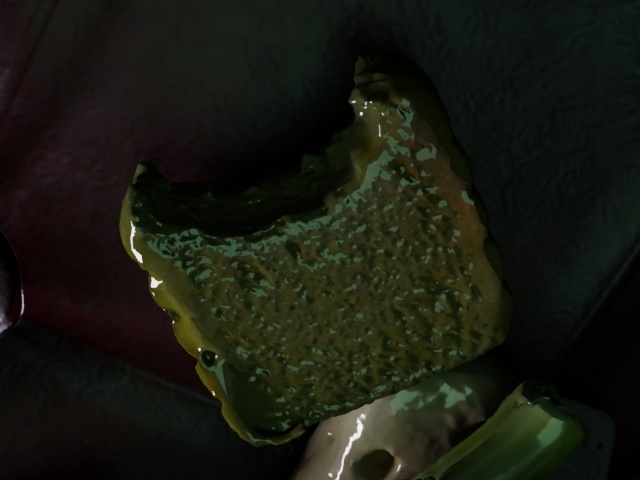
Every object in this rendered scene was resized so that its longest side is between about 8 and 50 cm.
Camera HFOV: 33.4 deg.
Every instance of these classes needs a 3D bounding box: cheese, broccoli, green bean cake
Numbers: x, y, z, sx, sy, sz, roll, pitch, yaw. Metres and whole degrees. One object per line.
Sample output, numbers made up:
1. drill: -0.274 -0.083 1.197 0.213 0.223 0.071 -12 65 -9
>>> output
1. cheese: 0.065 0.201 0.888 0.159 0.093 0.263 23 110 -16
2. broccoli: 0.076 0.225 0.794 0.165 0.145 0.304 43 94 -6
3. green bean cake: 0.000 0.000 0.772 0.236 0.124 0.233 -22 115 5

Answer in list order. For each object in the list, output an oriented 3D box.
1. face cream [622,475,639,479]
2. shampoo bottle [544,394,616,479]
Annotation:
1. face cream: 0.289 0.249 0.932 0.311 0.092 0.092 -15 115 1
2. shampoo bottle: 0.195 0.214 0.883 0.080 0.040 0.165 20 71 -10
